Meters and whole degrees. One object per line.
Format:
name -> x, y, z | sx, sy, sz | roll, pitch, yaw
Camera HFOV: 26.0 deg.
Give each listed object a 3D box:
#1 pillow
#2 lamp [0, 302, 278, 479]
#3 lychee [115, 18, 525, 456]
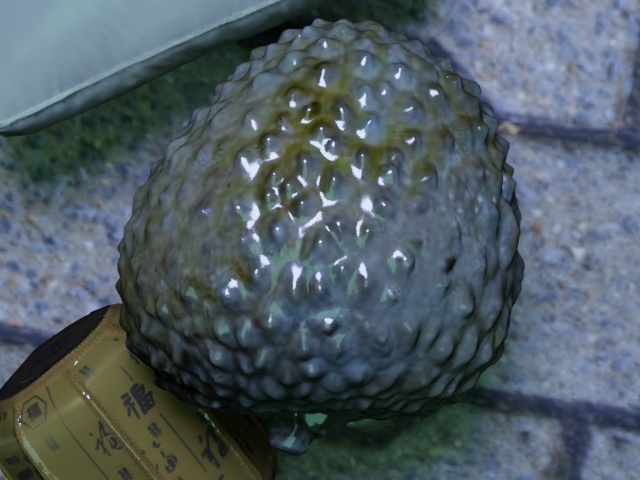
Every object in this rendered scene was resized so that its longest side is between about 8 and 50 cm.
pillow -> -0.105, -0.230, 0.860 | 0.322, 0.120, 0.255 | -20, 81, 9
lamp -> -0.130, 0.145, 0.972 | 0.161, 0.161, 0.185 | -37, 102, 13
lychee -> 0.000, 0.000, 0.872 | 0.255, 0.255, 0.274 | 2, 93, 4
